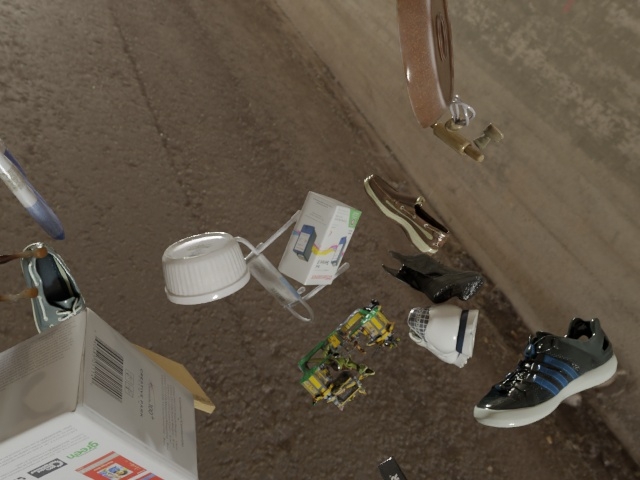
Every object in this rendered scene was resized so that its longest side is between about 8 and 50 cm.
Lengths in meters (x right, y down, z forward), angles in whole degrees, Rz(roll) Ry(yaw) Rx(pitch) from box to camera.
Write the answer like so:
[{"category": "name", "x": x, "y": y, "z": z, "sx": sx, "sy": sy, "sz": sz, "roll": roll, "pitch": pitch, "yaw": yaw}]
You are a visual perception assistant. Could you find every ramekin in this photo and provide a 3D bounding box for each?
[{"category": "ramekin", "x": -0.281, "y": 0.059, "z": 1.307, "sx": 0.207, "sy": 0.109, "sz": 0.207, "roll": -9, "pitch": 20, "yaw": 3}]

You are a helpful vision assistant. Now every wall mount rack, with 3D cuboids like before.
[{"category": "wall mount rack", "x": -0.091, "y": 0.075, "z": 1.624, "sx": 0.350, "sy": 0.304, "sz": 0.130, "roll": 47, "pitch": 56, "yaw": -7}]

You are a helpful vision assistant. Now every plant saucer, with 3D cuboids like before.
[{"category": "plant saucer", "x": 0.107, "y": -0.196, "z": 0.527, "sx": 0.029, "sy": 0.168, "sz": 0.168, "roll": -4, "pitch": 25, "yaw": 22}]

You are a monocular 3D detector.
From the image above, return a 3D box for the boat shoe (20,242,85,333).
[{"category": "boat shoe", "x": -0.639, "y": 0.159, "z": 1.324, "sx": 0.116, "sy": 0.099, "sz": 0.319, "roll": -24, "pitch": 104, "yaw": -36}]

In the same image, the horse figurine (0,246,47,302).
[{"category": "horse figurine", "x": -0.398, "y": 0.082, "z": 0.552, "sx": 0.174, "sy": 0.066, "sz": 0.263, "roll": -9, "pitch": 28, "yaw": 5}]

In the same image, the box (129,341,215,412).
[{"category": "box", "x": -0.333, "y": 0.293, "z": 1.169, "sx": 0.164, "sy": 0.021, "sz": 0.201, "roll": 34, "pitch": -6, "yaw": 42}]

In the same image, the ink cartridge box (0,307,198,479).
[{"category": "ink cartridge box", "x": -0.308, "y": 0.259, "z": 0.611, "sx": 0.272, "sy": 0.309, "sz": 0.130, "roll": 60, "pitch": 7, "yaw": -42}]

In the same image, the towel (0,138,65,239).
[{"category": "towel", "x": -0.402, "y": -0.142, "z": 0.618, "sx": 0.034, "sy": 0.285, "sz": 0.209, "roll": -38, "pitch": 45, "yaw": -21}]

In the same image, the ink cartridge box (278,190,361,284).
[{"category": "ink cartridge box", "x": 0.000, "y": 0.000, "z": 1.358, "sx": 0.093, "sy": 0.212, "sz": 0.154, "roll": 28, "pitch": 8, "yaw": 26}]

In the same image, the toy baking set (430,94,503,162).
[{"category": "toy baking set", "x": 0.230, "y": -0.218, "z": 0.970, "sx": 0.256, "sy": 0.030, "sz": 0.197, "roll": 49, "pitch": 4, "yaw": 32}]

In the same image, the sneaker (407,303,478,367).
[{"category": "sneaker", "x": 0.188, "y": 0.140, "z": 0.838, "sx": 0.095, "sy": 0.235, "sz": 0.090, "roll": 7, "pitch": 71, "yaw": 14}]

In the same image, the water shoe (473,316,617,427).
[{"category": "water shoe", "x": 0.251, "y": 0.147, "z": 0.628, "sx": 0.203, "sy": 0.073, "sz": 0.080, "roll": -17, "pitch": 89, "yaw": -25}]

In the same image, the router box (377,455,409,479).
[{"category": "router box", "x": 0.188, "y": 0.538, "z": 1.073, "sx": 0.179, "sy": 0.046, "sz": 0.133, "roll": 51, "pitch": -9, "yaw": 53}]

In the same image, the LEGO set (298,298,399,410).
[{"category": "LEGO set", "x": 0.101, "y": 0.342, "z": 1.486, "sx": 0.331, "sy": 0.255, "sz": 0.192, "roll": -43, "pitch": 95, "yaw": -16}]

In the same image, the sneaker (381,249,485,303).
[{"category": "sneaker", "x": 0.173, "y": 0.050, "z": 0.812, "sx": 0.170, "sy": 0.051, "sz": 0.089, "roll": -1, "pitch": 35, "yaw": -47}]

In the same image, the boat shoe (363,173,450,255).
[{"category": "boat shoe", "x": 0.224, "y": -0.083, "z": 1.372, "sx": 0.257, "sy": 0.095, "sz": 0.095, "roll": 46, "pitch": 30, "yaw": 1}]
